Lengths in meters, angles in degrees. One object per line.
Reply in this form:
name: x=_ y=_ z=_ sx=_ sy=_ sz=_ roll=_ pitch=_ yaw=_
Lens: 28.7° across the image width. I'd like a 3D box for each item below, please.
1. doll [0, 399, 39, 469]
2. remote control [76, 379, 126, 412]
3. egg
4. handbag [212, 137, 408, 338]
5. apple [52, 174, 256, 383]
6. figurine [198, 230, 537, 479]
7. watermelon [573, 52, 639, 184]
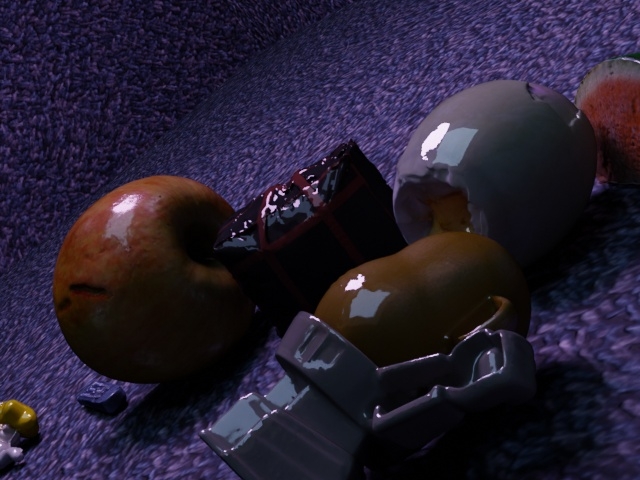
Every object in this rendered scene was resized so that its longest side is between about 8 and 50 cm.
doll: x=-0.450 y=0.287 z=1.772 sx=0.135 sy=0.071 sz=0.113 roll=-33 pitch=32 yaw=34
remote control: x=-0.299 y=0.215 z=1.711 sx=0.043 sy=0.027 sz=0.152 roll=-47 pitch=16 yaw=-17
egg: x=0.181 y=-0.067 z=1.236 sx=0.217 sy=0.183 sz=0.183 roll=-33 pitch=11 yaw=-34
handbag: x=0.000 y=0.000 z=1.437 sx=0.215 sy=0.169 sz=0.155 roll=-33 pitch=15 yaw=11
apple: x=-0.212 y=0.056 z=1.576 sx=0.264 sy=0.264 sz=0.264 roll=-33 pitch=15 yaw=10
figurine: x=0.052 y=0.108 z=1.010 sx=0.285 sy=0.167 sz=0.342 roll=-47 pitch=38 yaw=-12
watermelon: x=0.355 y=-0.140 z=1.254 sx=0.146 sy=0.128 sz=0.231 roll=-21 pitch=9 yaw=-15
